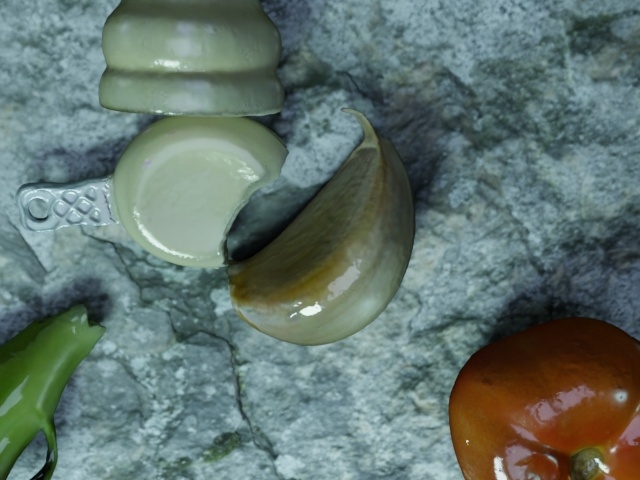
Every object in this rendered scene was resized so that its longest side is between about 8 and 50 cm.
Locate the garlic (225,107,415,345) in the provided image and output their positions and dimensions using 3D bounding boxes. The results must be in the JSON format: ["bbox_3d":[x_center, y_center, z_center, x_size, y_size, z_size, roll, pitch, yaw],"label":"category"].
[{"bbox_3d":[0.013,0.005,0.786,0.164,0.145,0.245,41,100,14],"label":"garlic"}]

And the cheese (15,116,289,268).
[{"bbox_3d":[-0.165,-0.062,0.761,0.248,0.071,0.163,13,108,-10],"label":"cheese"}]

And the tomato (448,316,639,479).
[{"bbox_3d":[0.262,0.204,0.846,0.259,0.180,0.260,-3,111,-8],"label":"tomato"}]

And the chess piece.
[{"bbox_3d":[-0.104,-0.260,0.659,0.167,0.167,0.300,2,104,-7],"label":"chess piece"}]

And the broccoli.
[{"bbox_3d":[-0.391,0.205,0.802,0.254,0.186,0.302,17,64,-9],"label":"broccoli"}]
